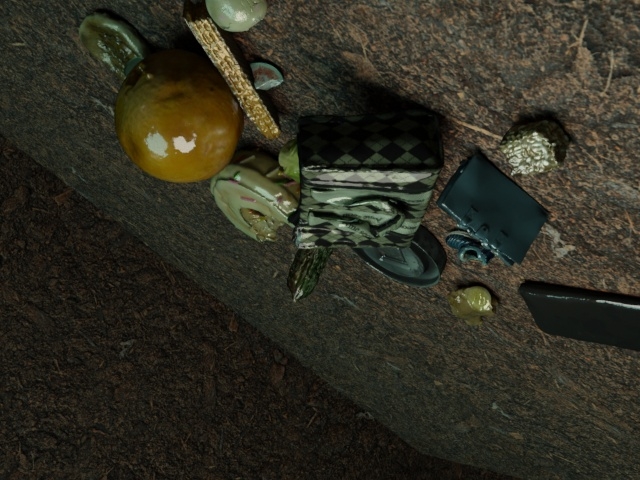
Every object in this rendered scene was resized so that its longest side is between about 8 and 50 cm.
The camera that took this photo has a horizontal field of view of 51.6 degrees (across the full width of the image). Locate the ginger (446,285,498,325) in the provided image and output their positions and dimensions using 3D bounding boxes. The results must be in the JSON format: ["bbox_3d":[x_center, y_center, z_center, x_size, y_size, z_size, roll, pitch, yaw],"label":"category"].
[{"bbox_3d":[0.427,0.185,1.900,0.137,0.074,0.213,30,164,8],"label":"ginger"}]

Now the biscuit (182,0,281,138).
[{"bbox_3d":[-0.193,-0.389,1.526,0.054,0.094,0.378,-22,135,12],"label":"biscuit"}]

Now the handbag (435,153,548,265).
[{"bbox_3d":[0.357,-0.061,1.382,0.221,0.144,0.057,37,164,-13],"label":"handbag"}]

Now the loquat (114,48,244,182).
[{"bbox_3d":[-0.344,-0.302,1.626,0.328,0.328,0.328,28,158,13],"label":"loquat"}]

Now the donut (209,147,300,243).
[{"bbox_3d":[-0.181,-0.136,1.960,0.307,0.150,0.371,40,157,-14],"label":"donut"}]

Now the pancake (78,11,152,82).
[{"bbox_3d":[-0.542,-0.511,1.822,0.282,0.049,0.282,27,160,11],"label":"pancake"}]

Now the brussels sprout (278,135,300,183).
[{"bbox_3d":[-0.003,-0.192,1.600,0.181,0.161,0.144,16,113,38],"label":"brussels sprout"}]

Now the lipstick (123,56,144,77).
[{"bbox_3d":[-0.437,-0.388,1.824,0.076,0.076,0.304,24,167,22],"label":"lipstick"}]

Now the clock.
[{"bbox_3d":[0.207,0.019,1.863,0.312,0.061,0.312,28,158,13],"label":"clock"}]

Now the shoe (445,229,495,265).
[{"bbox_3d":[0.368,0.021,1.636,0.143,0.071,0.064,21,155,39],"label":"shoe"}]

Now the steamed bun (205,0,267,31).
[{"bbox_3d":[-0.177,-0.476,1.327,0.130,0.091,0.112,15,150,40],"label":"steamed bun"}]

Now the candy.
[{"bbox_3d":[0.387,-0.168,1.204,0.095,0.085,0.110,49,144,-19],"label":"candy"}]

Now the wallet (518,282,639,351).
[{"bbox_3d":[0.674,0.188,1.589,0.377,0.051,0.197,7,143,47],"label":"wallet"}]

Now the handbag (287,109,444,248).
[{"bbox_3d":[0.081,-0.108,1.481,0.317,0.180,0.416,-4,156,-3],"label":"handbag"}]

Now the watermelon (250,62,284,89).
[{"bbox_3d":[-0.124,-0.367,1.519,0.085,0.061,0.085,32,163,11],"label":"watermelon"}]

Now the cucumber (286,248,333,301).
[{"bbox_3d":[0.000,0.000,1.717,0.096,0.359,0.096,25,159,11],"label":"cucumber"}]
